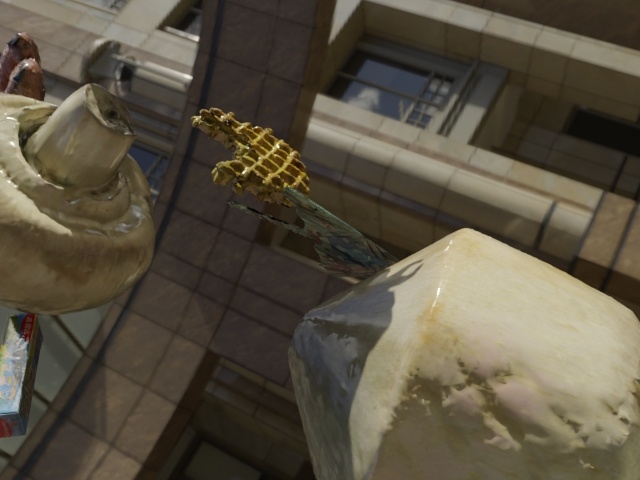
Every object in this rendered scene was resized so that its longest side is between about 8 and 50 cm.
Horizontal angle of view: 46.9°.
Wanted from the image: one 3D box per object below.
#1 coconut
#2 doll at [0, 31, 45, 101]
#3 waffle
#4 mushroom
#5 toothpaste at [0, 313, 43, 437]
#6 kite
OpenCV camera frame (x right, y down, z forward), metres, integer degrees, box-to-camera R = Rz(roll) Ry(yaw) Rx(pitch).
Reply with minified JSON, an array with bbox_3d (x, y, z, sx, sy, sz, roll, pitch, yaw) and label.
[{"bbox_3d":[0.158,0.179,0.801,0.415,0.415,0.344,-41,-27,-51],"label":"coconut"},{"bbox_3d":[-0.422,-0.164,1.096,0.156,0.201,0.303,6,-35,-29],"label":"doll"},{"bbox_3d":[-0.134,-0.178,1.563,0.260,0.293,0.069,13,-56,-36],"label":"waffle"},{"bbox_3d":[-0.280,-0.059,0.763,0.234,0.260,0.254,-49,28,29],"label":"mushroom"},{"bbox_3d":[-0.432,0.179,1.044,0.193,0.044,0.070,-106,16,-51],"label":"toothpaste"},{"bbox_3d":[0.000,0.000,1.099,0.011,0.314,0.335,-64,-18,-18],"label":"kite"}]
